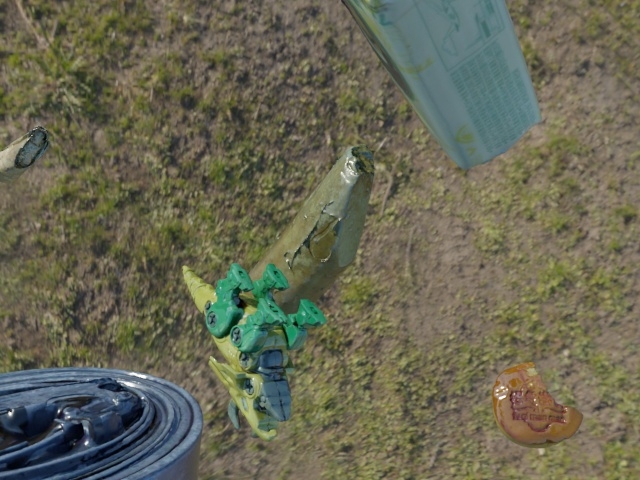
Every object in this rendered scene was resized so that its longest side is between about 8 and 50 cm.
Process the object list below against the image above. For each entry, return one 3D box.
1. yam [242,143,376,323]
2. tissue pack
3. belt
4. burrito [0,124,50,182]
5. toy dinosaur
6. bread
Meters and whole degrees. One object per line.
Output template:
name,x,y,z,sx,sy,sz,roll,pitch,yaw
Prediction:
yam,0.000,0.000,0.947,0.106,0.259,0.106,30,31,-20
tissue pack,0.128,-0.303,0.951,0.162,0.388,0.287,-33,57,10
belt,-0.145,0.112,0.327,0.190,0.141,0.082,-4,103,-35
burrito,-0.431,-0.117,1.051,0.041,0.149,0.055,18,66,-40
toy dinosaur,-0.090,0.088,0.832,0.094,0.153,0.259,6,36,-44
bread,0.368,0.302,1.302,0.125,0.086,0.156,-34,64,-12
